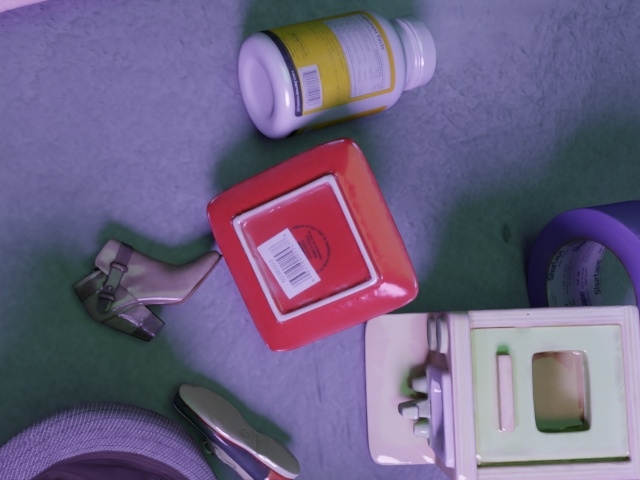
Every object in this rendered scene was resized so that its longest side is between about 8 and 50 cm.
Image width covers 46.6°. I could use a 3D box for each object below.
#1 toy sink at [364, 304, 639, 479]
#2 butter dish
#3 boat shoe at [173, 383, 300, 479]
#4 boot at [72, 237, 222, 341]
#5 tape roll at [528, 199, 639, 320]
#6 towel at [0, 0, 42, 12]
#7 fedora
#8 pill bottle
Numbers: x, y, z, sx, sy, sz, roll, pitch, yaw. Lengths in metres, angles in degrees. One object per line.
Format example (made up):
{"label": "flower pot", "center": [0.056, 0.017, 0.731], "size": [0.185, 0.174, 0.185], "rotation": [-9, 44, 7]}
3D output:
{"label": "toy sink", "center": [0.163, 0.139, 0.689], "size": [0.234, 0.131, 0.152], "rotation": [-1, 84, -1]}
{"label": "butter dish", "center": [0.000, 0.000, 0.701], "size": [0.160, 0.118, 0.160], "rotation": [-24, 94, 16]}
{"label": "boat shoe", "center": [-0.081, 0.183, 0.672], "size": [0.137, 0.049, 0.043], "rotation": [40, 108, -12]}
{"label": "boot", "center": [-0.157, 0.029, 0.665], "size": [0.087, 0.042, 0.118], "rotation": [43, 68, -9]}
{"label": "tape roll", "center": [0.310, 0.055, 0.776], "size": [0.080, 0.189, 0.188], "rotation": [-9, 85, -23]}
{"label": "towel", "center": [-0.309, -0.355, 0.638], "size": [0.317, 0.053, 0.331], "rotation": [-24, 84, -24]}
{"label": "fedora", "center": [-0.193, 0.239, 0.542], "size": [0.275, 0.124, 0.243], "rotation": [27, 67, -49]}
{"label": "pill bottle", "center": [0.019, -0.170, 0.736], "size": [0.184, 0.103, 0.103], "rotation": [-19, 89, -25]}
